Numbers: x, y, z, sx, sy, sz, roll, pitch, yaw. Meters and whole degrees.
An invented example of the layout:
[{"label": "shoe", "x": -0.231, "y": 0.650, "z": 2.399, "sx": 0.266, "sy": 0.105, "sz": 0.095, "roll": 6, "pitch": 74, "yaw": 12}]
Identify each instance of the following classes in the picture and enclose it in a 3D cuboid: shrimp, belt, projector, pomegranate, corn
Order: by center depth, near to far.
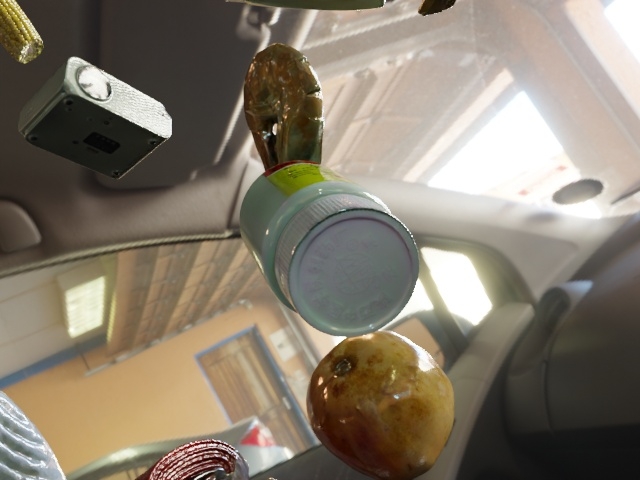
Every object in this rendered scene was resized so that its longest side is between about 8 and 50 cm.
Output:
[{"label": "shrimp", "x": -0.045, "y": -0.124, "z": 0.767, "sx": 0.115, "sy": 0.217, "sz": 0.051, "roll": 19, "pitch": 30, "yaw": 40}, {"label": "belt", "x": -0.216, "y": 0.399, "z": 1.007, "sx": 0.124, "sy": 0.128, "sz": 0.201, "roll": -42, "pitch": -22, "yaw": 30}, {"label": "pomegranate", "x": 0.109, "y": 0.289, "z": 1.098, "sx": 0.252, "sy": 0.270, "sz": 0.229, "roll": 18, "pitch": 61, "yaw": 49}, {"label": "projector", "x": -0.478, "y": -0.250, "z": 1.374, "sx": 0.198, "sy": 0.108, "sz": 0.250, "roll": -29, "pitch": -38, "yaw": 32}, {"label": "corn", "x": -0.774, "y": -0.549, "z": 1.558, "sx": 0.093, "sy": 0.244, "sz": 0.093, "roll": -36, "pitch": 3, "yaw": 2}]

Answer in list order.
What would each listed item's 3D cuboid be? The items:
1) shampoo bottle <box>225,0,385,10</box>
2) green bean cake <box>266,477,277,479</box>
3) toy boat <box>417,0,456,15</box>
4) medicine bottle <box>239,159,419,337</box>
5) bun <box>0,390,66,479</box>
[{"label": "shampoo bottle", "x": -0.023, "y": -0.324, "z": 0.800, "sx": 0.213, "sy": 0.072, "sz": 0.049, "roll": 4, "pitch": 33, "yaw": 11}, {"label": "green bean cake", "x": -0.082, "y": 0.481, "z": 1.010, "sx": 0.179, "sy": 0.109, "sz": 0.085, "roll": -49, "pitch": -39, "yaw": -31}, {"label": "toy boat", "x": 0.152, "y": -0.380, "z": 0.866, "sx": 0.077, "sy": 0.200, "sz": 0.057, "roll": 14, "pitch": -31, "yaw": -9}, {"label": "medicine bottle", "x": 0.000, "y": 0.000, "z": 0.653, "sx": 0.139, "sy": 0.139, "sz": 0.225, "roll": -29, "pitch": 21, "yaw": -6}, {"label": "bun", "x": -0.354, "y": 0.276, "z": 0.520, "sx": 0.194, "sy": 0.354, "sz": 0.354, "roll": -22, "pitch": -7, "yaw": 13}]
